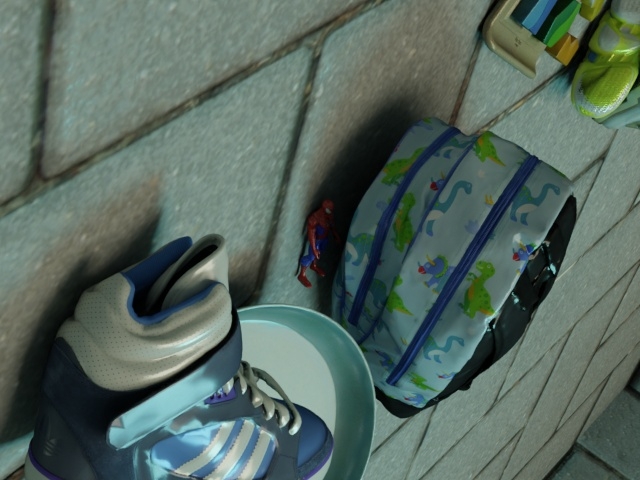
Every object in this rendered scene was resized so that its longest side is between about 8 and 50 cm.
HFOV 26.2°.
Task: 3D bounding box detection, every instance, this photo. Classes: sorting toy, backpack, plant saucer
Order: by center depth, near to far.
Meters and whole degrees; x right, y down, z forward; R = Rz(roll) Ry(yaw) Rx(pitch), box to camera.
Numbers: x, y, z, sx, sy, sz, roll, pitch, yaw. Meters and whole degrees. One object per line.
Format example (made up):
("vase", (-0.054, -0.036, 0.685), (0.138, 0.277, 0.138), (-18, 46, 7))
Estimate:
("plant saucer", (-0.084, 0.204, 1.339), (0.317, 0.043, 0.318), (-14, 116, -31))
("backpack", (0.141, 0.021, 1.461), (0.290, 0.273, 0.355), (-51, -174, -12))
("sorting toy", (0.293, -0.290, 1.577), (0.229, 0.041, 0.307), (-58, 159, 9))

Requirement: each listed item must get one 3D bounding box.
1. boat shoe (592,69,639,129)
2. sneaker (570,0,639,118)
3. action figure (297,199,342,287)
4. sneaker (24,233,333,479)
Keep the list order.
("boat shoe", (0.464, -0.192, 1.902), (0.113, 0.103, 0.302), (-56, -177, -3))
("sneaker", (0.401, -0.268, 1.827), (0.240, 0.091, 0.126), (-54, 178, -3))
("action figure", (0.000, 0.000, 1.404), (0.038, 0.030, 0.115), (-36, 150, -34))
("sneaker", (-0.082, 0.108, 1.158), (0.322, 0.130, 0.236), (2, 119, -41))
